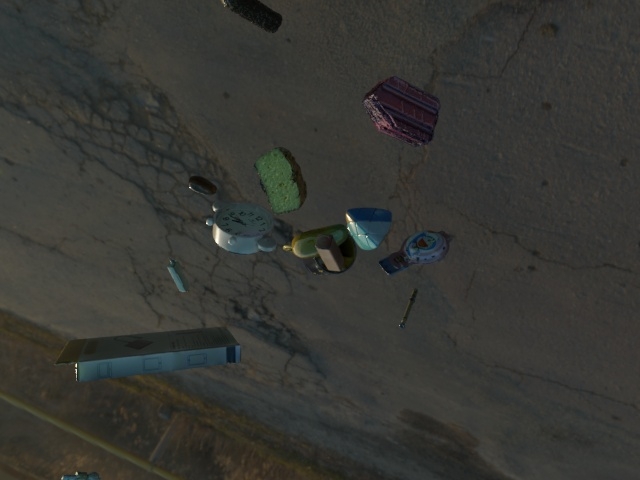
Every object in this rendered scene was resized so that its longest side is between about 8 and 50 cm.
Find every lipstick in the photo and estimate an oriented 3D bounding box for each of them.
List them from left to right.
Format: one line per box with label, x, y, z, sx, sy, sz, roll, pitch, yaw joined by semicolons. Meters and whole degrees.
lipstick;0.027;0.035;1.279;0.045;0.045;0.145;4;153;18

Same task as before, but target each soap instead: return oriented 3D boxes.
soap;0.261;-0.426;1.521;0.250;0.162;0.099;19;178;-24

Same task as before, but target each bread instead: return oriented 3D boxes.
bread;-0.147;-0.243;1.899;0.160;0.147;0.260;-23;95;21

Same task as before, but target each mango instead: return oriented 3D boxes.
mango;0.000;0.000;1.533;0.195;0.091;0.130;-24;165;20

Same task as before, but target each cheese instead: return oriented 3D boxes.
cheese;0.358;0.043;1.744;0.189;0.286;0.074;55;168;51

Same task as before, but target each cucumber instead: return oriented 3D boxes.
cucumber;-0.215;-0.703;1.409;0.072;0.300;0.072;3;96;26

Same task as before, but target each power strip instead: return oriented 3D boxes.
power strip;-0.582;0.143;1.911;0.030;0.047;0.191;0;131;14

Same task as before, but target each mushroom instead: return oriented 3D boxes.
mushroom;-0.484;-0.228;1.926;0.123;0.123;0.052;29;111;0

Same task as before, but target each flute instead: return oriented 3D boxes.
flute;0.359;0.270;1.885;0.027;0.233;0.027;14;127;19

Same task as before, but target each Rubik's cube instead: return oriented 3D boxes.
Rubik's cube;0.216;-0.055;2.257;0.254;0.254;0.254;17;141;15

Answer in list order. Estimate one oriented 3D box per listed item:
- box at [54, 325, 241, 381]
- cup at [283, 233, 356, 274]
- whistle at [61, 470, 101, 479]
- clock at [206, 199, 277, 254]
box;-0.255;0.169;0.713;0.247;0.033;0.129;-2;-176;-20
cup;-0.006;0.034;1.919;0.255;0.178;0.256;36;165;-7
whistle;-0.654;0.654;1.283;0.100;0.035;0.035;20;149;-31
clock;-0.198;-0.030;1.187;0.229;0.156;0.063;35;133;28
